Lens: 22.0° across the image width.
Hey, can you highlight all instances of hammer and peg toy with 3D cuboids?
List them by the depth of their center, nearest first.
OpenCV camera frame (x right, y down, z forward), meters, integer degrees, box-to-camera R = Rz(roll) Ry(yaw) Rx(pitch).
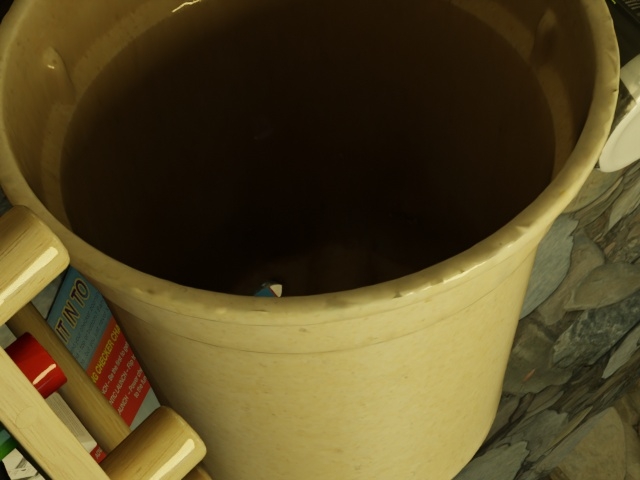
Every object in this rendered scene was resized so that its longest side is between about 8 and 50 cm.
[{"bbox_3d":[-0.188,0.072,0.887,0.127,0.266,0.361,-43,143,-13],"label":"hammer and peg toy"}]

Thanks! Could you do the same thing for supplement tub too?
[{"bbox_3d":[0.191,-0.154,1.255,0.117,0.190,0.117,-33,157,-16],"label":"supplement tub"}]

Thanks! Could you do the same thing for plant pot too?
[{"bbox_3d":[0.000,0.000,0.973,0.334,0.334,0.305,-33,145,-20],"label":"plant pot"}]

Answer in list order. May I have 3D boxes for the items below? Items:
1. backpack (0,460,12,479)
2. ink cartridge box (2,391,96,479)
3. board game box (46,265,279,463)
[{"bbox_3d":[-0.281,0.147,1.037,0.144,0.188,0.166,-48,158,2],"label":"backpack"},{"bbox_3d":[-0.246,0.135,1.203,0.056,0.099,0.135,-49,155,22],"label":"ink cartridge box"},{"bbox_3d":[-0.098,0.171,1.241,0.086,0.302,0.308,-19,150,-43],"label":"board game box"}]
